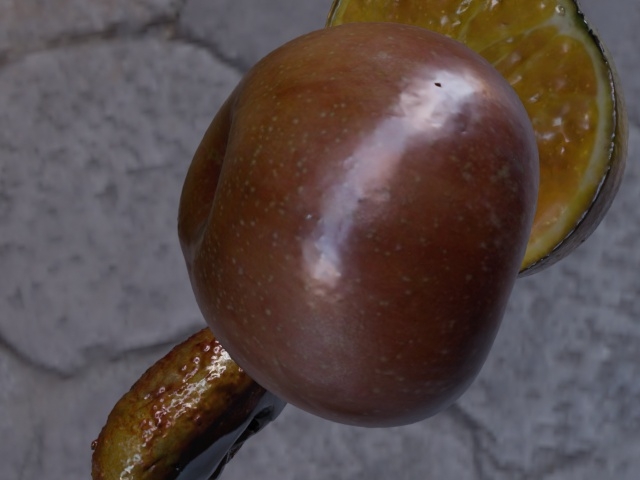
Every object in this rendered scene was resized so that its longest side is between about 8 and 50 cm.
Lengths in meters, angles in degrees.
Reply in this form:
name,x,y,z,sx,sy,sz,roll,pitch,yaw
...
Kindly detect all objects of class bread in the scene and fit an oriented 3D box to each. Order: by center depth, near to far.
name,x,y,z,sx,sy,sz,roll,pitch,yaw
bread,-0.077,0.107,1.400,0.095,0.139,0.269,33,65,11

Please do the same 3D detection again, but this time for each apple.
name,x,y,z,sx,sy,sz,roll,pitch,yaw
apple,0.013,-0.010,0.893,0.162,0.201,0.201,16,50,-4

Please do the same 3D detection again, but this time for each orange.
name,x,y,z,sx,sy,sz,roll,pitch,yaw
orange,0.140,-0.110,1.615,0.274,0.274,0.310,-8,35,-3
